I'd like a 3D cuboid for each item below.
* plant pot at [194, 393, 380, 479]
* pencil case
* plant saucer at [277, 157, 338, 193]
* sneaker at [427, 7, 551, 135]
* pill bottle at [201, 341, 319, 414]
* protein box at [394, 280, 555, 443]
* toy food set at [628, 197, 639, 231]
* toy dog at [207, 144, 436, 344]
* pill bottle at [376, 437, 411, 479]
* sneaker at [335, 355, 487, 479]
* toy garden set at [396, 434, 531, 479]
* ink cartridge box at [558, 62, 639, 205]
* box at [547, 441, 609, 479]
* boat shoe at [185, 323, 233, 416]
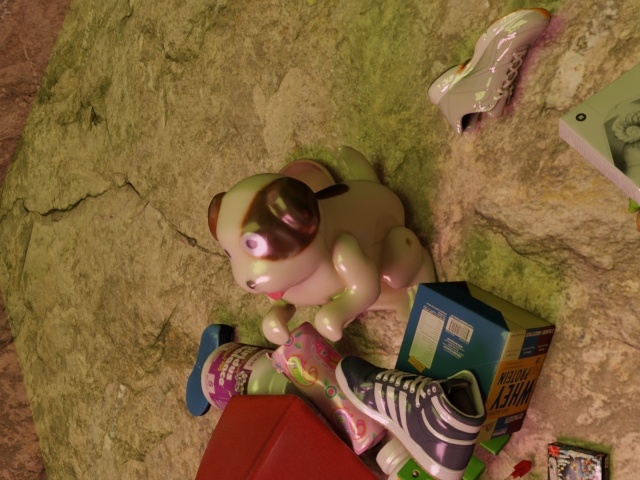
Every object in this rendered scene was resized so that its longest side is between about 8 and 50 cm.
[{"bbox_3d":[-0.098,0.481,1.405,0.267,0.235,0.267,49,147,-17],"label":"plant pot"},{"bbox_3d":[0.020,0.298,1.442,0.284,0.124,0.124,46,125,13],"label":"pencil case"},{"bbox_3d":[-0.034,-0.048,1.624,0.278,0.041,0.277,-2,88,48],"label":"plant saucer"},{"bbox_3d":[0.303,-0.280,1.213,0.262,0.099,0.121,-43,66,48],"label":"sneaker"},{"bbox_3d":[-0.129,0.328,1.631,0.302,0.169,0.169,-2,88,49],"label":"pill bottle"},{"bbox_3d":[0.254,0.200,1.219,0.200,0.136,0.201,29,111,45],"label":"protein box"},{"bbox_3d":[0.478,-0.032,0.987,0.039,0.132,0.192,-25,63,-2],"label":"toy food set"},{"bbox_3d":[0.000,0.000,1.293,0.285,0.408,0.395,6,87,42],"label":"toy dog"},{"bbox_3d":[0.196,0.459,1.300,0.208,0.118,0.117,49,125,37],"label":"pill bottle"},{"bbox_3d":[0.148,0.242,1.158,0.282,0.099,0.153,39,124,34],"label":"sneaker"},{"bbox_3d":[0.243,0.426,1.206,0.204,0.244,0.049,32,156,36],"label":"toy garden set"},{"bbox_3d":[0.476,-0.148,0.945,0.223,0.045,0.224,-35,57,-2],"label":"ink cartridge box"},{"bbox_3d":[0.406,0.397,1.127,0.094,0.027,0.136,0,90,50],"label":"box"},{"bbox_3d":[-0.276,0.344,1.868,0.109,0.089,0.258,31,108,31],"label":"boat shoe"}]
